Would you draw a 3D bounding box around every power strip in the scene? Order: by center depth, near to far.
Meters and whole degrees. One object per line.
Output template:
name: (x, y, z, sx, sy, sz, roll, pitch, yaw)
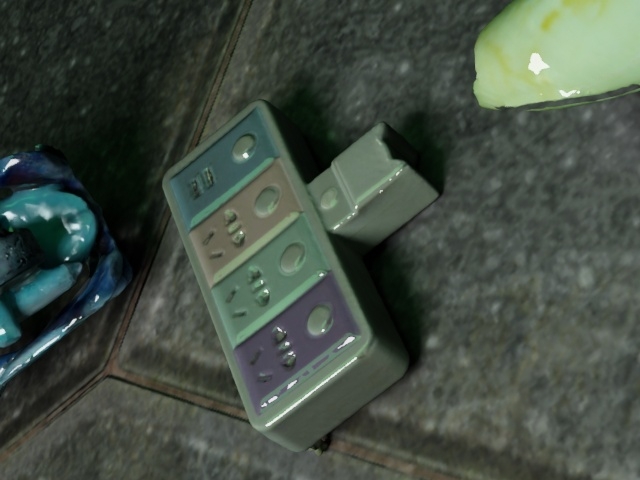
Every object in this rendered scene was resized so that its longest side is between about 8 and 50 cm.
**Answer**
power strip: (0.000, 0.000, 0.886, 0.145, 0.061, 0.215, -39, 46, 15)

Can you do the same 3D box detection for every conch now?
conch: (0.194, -0.135, 0.694, 0.251, 0.137, 0.143, -35, 31, 53)

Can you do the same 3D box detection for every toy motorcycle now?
toy motorcycle: (-0.246, 0.038, 1.022, 0.260, 0.206, 0.154, -27, 96, 31)
